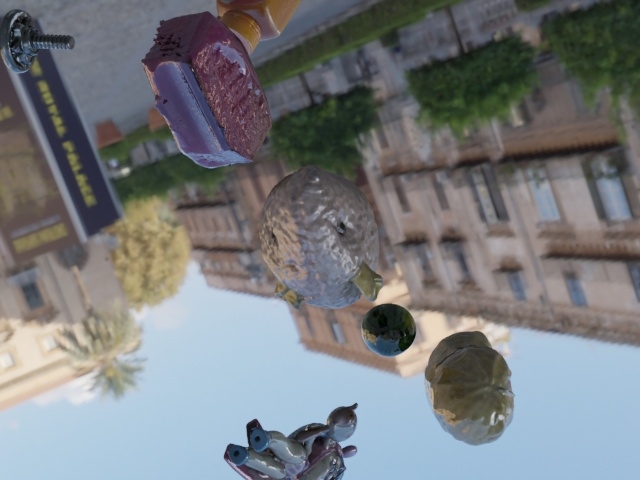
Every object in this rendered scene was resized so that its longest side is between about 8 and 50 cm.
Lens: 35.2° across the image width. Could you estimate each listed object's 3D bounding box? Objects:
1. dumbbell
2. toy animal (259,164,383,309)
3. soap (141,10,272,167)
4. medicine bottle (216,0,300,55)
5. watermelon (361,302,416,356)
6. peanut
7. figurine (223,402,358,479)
[{"bbox_3d":[-0.426,-0.250,1.253,0.254,0.110,0.110,4,-166,11],"label":"dumbbell"},{"bbox_3d":[0.002,0.000,1.643,0.188,0.226,0.358,-12,178,13],"label":"toy animal"},{"bbox_3d":[-0.207,-0.272,1.916,0.127,0.325,0.220,2,-133,23],"label":"soap"},{"bbox_3d":[-0.152,-0.531,2.306,0.149,0.112,0.222,13,-119,29],"label":"medicine bottle"},{"bbox_3d":[0.126,0.172,1.877,0.105,0.105,0.062,-18,-167,12],"label":"watermelon"},{"bbox_3d":[0.272,0.274,1.901,0.158,0.174,0.340,0,-175,-5],"label":"peanut"},{"bbox_3d":[-0.032,0.284,1.418,0.205,0.103,0.260,-49,148,5],"label":"figurine"}]
